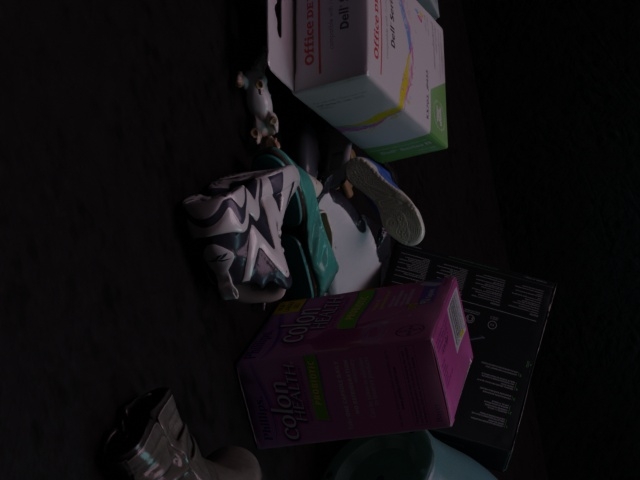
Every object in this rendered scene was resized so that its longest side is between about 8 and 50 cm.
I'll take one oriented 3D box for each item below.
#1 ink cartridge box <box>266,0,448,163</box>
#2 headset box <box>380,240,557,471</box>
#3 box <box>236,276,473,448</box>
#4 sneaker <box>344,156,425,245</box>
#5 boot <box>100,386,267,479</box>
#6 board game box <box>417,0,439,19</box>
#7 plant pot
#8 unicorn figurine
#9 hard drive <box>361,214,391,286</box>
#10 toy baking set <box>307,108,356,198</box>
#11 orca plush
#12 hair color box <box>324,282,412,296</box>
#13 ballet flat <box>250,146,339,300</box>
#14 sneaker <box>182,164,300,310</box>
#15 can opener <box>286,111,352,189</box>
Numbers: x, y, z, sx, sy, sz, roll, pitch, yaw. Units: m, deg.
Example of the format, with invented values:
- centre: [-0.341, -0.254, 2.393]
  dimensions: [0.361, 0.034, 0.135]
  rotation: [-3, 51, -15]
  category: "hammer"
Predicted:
- centre: [0.057, -0.267, 1.929]
  dimensions: [0.353, 0.119, 0.207]
  rotation: [32, 53, -58]
  category: "ink cartridge box"
- centre: [0.186, 0.176, 2.019]
  dimensions: [0.131, 0.246, 0.283]
  rotation: [84, 22, -68]
  category: "headset box"
- centre: [0.049, 0.147, 1.714]
  dimensions: [0.213, 0.243, 0.117]
  rotation: [-53, 131, -68]
  category: "box"
- centre: [0.099, -0.059, 1.977]
  dimensions: [0.152, 0.058, 0.084]
  rotation: [47, 16, 7]
  category: "sneaker"
- centre: [-0.129, 0.212, 1.370]
  dimensions: [0.246, 0.083, 0.161]
  rotation: [-53, 126, -70]
  category: "boot"
- centre: [0.060, -0.464, 2.156]
  dimensions: [0.097, 0.224, 0.303]
  rotation: [51, 33, -56]
  category: "board game box"
- centre: [0.136, 0.390, 1.883]
  dimensions: [0.255, 0.271, 0.272]
  rotation: [53, 28, -31]
  category: "plant pot"
- centre: [-0.078, -0.193, 1.833]
  dimensions: [0.111, 0.060, 0.162]
  rotation: [-65, 158, -79]
  category: "unicorn figurine"
- centre: [0.082, 0.098, 2.202]
  dimensions: [0.172, 0.054, 0.255]
  rotation: [26, 56, -71]
  category: "hard drive"
- centre: [0.012, -0.196, 2.190]
  dimensions: [0.197, 0.030, 0.256]
  rotation: [-66, 143, -67]
  category: "toy baking set"
- centre: [0.000, 0.000, 1.987]
  dimensions: [0.151, 0.102, 0.287]
  rotation: [-51, 140, -4]
  category: "orca plush"
- centre: [0.050, 0.119, 1.871]
  dimensions: [0.053, 0.167, 0.093]
  rotation: [-54, 132, -68]
  category: "hair color box"
- centre: [-0.030, -0.033, 1.828]
  dimensions: [0.087, 0.083, 0.247]
  rotation: [-48, 136, -41]
  category: "ballet flat"
- centre: [-0.077, 0.001, 1.640]
  dimensions: [0.235, 0.094, 0.153]
  rotation: [-43, 124, -71]
  category: "sneaker"
- centre: [0.011, -0.195, 2.039]
  dimensions: [0.095, 0.076, 0.283]
  rotation: [44, 45, -44]
  category: "can opener"
